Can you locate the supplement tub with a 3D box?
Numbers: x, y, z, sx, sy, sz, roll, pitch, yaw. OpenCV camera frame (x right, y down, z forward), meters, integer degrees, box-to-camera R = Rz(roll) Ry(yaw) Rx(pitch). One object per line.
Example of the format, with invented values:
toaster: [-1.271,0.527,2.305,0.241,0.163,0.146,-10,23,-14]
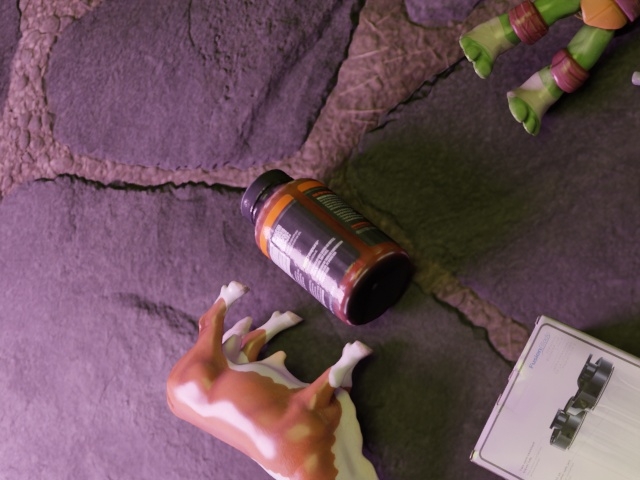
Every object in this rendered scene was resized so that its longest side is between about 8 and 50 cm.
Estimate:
supplement tub: [0.000,0.000,1.760,0.198,0.106,0.106,40,96,30]

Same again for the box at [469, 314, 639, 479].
box: [0.313,0.207,1.547,0.290,0.087,0.169,24,87,30]

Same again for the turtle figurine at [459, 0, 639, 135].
turtle figurine: [0.293,-0.216,1.621,0.266,0.198,0.274,-35,59,18]

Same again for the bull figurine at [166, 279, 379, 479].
bull figurine: [-0.034,0.179,1.729,0.310,0.101,0.188,25,84,29]
